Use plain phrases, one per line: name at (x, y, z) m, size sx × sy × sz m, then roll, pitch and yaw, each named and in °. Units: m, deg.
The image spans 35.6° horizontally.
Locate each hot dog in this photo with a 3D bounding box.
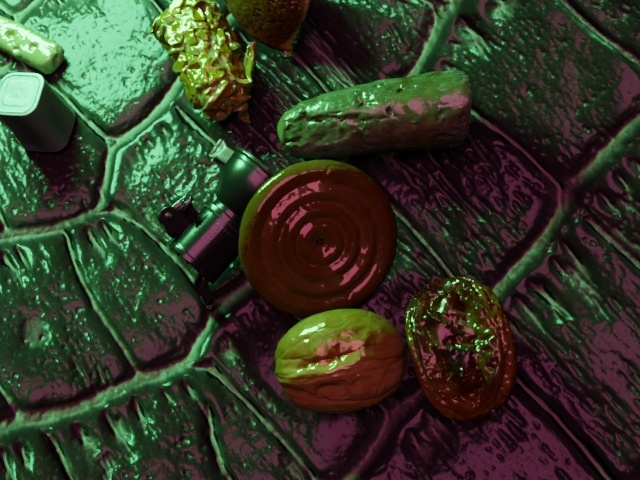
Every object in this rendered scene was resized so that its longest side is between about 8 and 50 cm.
hot dog at (0.213, 0.159, 1.529) m, size 0.160 × 0.099 × 0.227 m, roll -21°, pitch 67°, yaw 2°

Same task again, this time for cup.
cup at (-0.519, -0.227, 1.762) m, size 0.128 × 0.129 × 0.095 m, roll 5°, pitch 67°, yaw 15°

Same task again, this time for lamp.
lamp at (-0.164, -0.026, 1.618) m, size 0.172 × 0.147 × 0.227 m, roll 45°, pitch 83°, yaw -15°

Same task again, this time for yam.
yam at (0.090, -0.198, 1.652) m, size 0.330 × 0.133 × 0.133 m, roll -8°, pitch 71°, yaw 11°

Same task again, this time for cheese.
cheese at (-0.563, -0.371, 1.860) m, size 0.194 × 0.043 × 0.065 m, roll 26°, pitch 73°, yaw 18°

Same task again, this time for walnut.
walnut at (0.030, 0.184, 1.522) m, size 0.206 × 0.159 × 0.159 m, roll -12°, pitch 71°, yaw 5°

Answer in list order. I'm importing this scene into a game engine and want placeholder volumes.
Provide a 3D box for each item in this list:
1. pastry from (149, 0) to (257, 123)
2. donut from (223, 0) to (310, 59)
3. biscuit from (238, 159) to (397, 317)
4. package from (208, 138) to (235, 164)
pastry at (-0.188, -0.320, 1.746) m, size 0.154 × 0.102 × 0.250 m, roll -33°, pitch 69°, yaw 2°
donut at (-0.095, -0.435, 1.740) m, size 0.144 × 0.126 × 0.187 m, roll 9°, pitch 58°, yaw -27°
biscuit at (0.000, 0.000, 1.575) m, size 0.261 × 0.037 × 0.262 m, roll -2°, pitch 100°, yaw -11°
package at (-0.142, -0.135, 1.725) m, size 0.110 × 0.015 × 0.037 m, roll 33°, pitch 89°, yaw 16°
